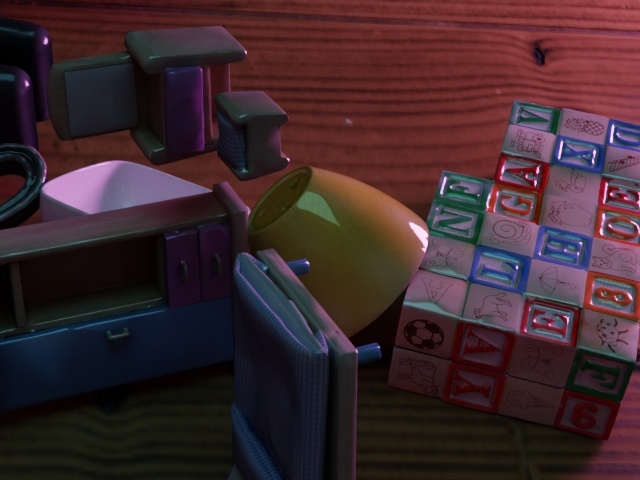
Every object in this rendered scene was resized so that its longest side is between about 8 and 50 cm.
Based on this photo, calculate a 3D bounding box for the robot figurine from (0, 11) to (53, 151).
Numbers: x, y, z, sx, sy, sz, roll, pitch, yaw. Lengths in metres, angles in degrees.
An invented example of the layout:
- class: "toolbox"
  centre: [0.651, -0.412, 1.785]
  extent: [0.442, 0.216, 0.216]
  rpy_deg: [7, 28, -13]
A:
- class: "robot figurine"
  centre: [-0.366, -0.136, 1.062]
  extent: [0.278, 0.174, 0.209]
  rpy_deg: [8, 9, 1]

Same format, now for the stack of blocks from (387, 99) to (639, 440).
- class: "stack of blocks"
  centre: [0.171, 0.006, 1.032]
  extent: [0.171, 0.087, 0.297]
  rpy_deg: [14, 41, 8]

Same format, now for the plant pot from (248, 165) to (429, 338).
- class: "plant pot"
  centre: [0.000, 0.000, 0.958]
  extent: [0.095, 0.134, 0.134]
  rpy_deg: [46, 36, -21]

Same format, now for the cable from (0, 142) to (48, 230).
- class: "cable"
  centre: [-0.324, 0.012, 0.930]
  extent: [0.287, 0.072, 0.139]
  rpy_deg: [-27, 57, -16]

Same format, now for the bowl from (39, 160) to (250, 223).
- class: "bowl"
  centre: [-0.141, -0.011, 1.013]
  extent: [0.142, 0.053, 0.142]
  rpy_deg: [21, 22, 16]

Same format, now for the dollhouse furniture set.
- class: "dollhouse furniture set"
  centre: [-0.098, 0.063, 0.777]
  extent: [0.198, 0.286, 0.303]
  rpy_deg: [-12, 33, -21]
